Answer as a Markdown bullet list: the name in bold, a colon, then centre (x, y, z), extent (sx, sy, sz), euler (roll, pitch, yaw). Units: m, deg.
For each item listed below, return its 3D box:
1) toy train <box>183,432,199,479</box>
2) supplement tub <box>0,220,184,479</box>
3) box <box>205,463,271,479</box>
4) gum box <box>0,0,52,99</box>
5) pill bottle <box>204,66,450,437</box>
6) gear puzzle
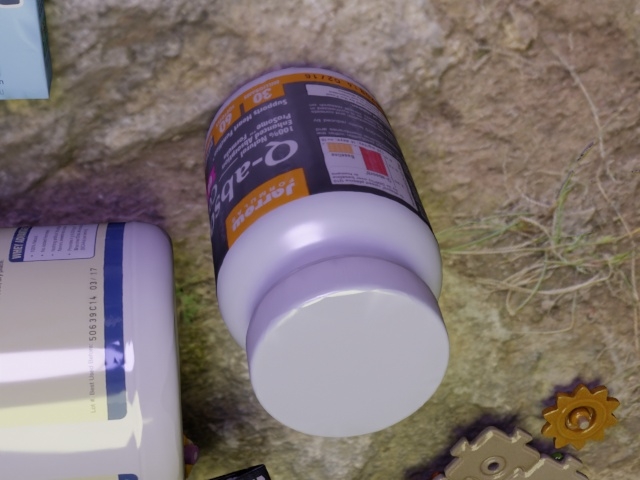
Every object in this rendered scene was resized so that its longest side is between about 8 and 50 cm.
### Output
- **toy train**: centre (-0.183, 0.204, 1.059), extent (0.125, 0.046, 0.166), euler (24, 129, 0)
- **supplement tub**: centre (-0.276, 0.107, 0.848), extent (0.324, 0.235, 0.236), euler (-3, 126, -7)
- **box**: centre (-0.226, 0.300, 0.952), extent (0.322, 0.257, 0.079), euler (-23, 85, 30)
- **gum box**: centre (-0.280, -0.188, 0.752), extent (0.156, 0.041, 0.184), euler (-3, 127, -6)
- **pill bottle**: centre (0.000, 0.000, 0.789), extent (0.162, 0.278, 0.162), euler (-5, 126, -7)
- **gear puzzle**: centre (0.188, 0.266, 1.170), extent (0.175, 0.044, 0.339), euler (30, 114, -25)
